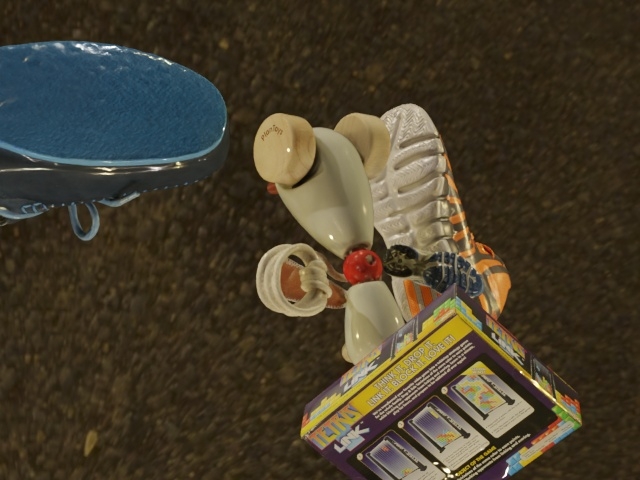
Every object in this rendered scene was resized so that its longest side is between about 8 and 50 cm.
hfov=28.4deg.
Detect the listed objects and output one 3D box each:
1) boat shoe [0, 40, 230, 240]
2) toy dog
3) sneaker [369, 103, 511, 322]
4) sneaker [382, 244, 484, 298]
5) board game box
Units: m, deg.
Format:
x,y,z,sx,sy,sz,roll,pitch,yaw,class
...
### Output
x,y,z,sx,sy,sz,roll,pitch,yaw,class
-0.177,-0.059,0.730,0.258,0.089,0.109,5,53,7,boat shoe
0.000,0.000,1.502,0.220,0.161,0.333,21,55,-25,toy dog
0.155,-0.014,1.676,0.180,0.125,0.321,21,56,-54,sneaker
0.144,0.037,1.517,0.135,0.058,0.052,21,91,35,sneaker
0.093,0.136,0.988,0.141,0.170,0.048,43,24,-14,board game box
